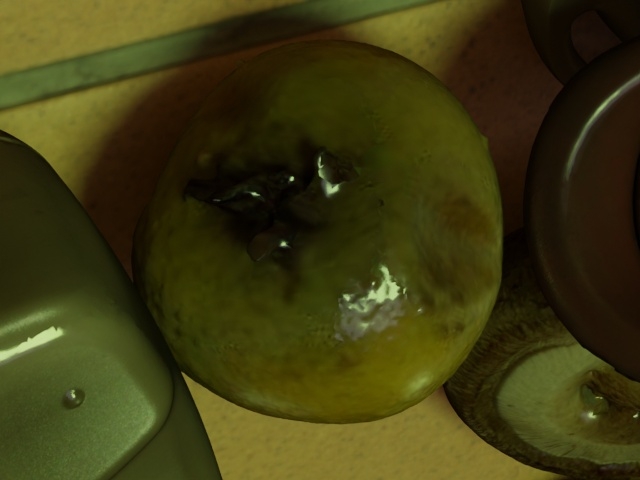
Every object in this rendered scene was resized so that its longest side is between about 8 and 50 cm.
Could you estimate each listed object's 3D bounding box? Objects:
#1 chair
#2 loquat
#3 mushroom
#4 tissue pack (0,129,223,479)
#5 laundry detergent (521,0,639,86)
[{"bbox_3d":[0.319,-0.020,1.106,0.401,0.226,0.226,-2,123,-46],"label":"chair"},{"bbox_3d":[0.004,-0.003,1.061,0.213,0.213,0.213,-13,126,-19],"label":"loquat"},{"bbox_3d":[0.182,0.061,1.240,0.231,0.138,0.194,34,145,-31],"label":"mushroom"},{"bbox_3d":[-0.198,0.132,1.014,0.267,0.277,0.387,-26,130,-14],"label":"tissue pack"},{"bbox_3d":[0.181,-0.152,1.137,0.237,0.076,0.171,1,123,-27],"label":"laundry detergent"}]
